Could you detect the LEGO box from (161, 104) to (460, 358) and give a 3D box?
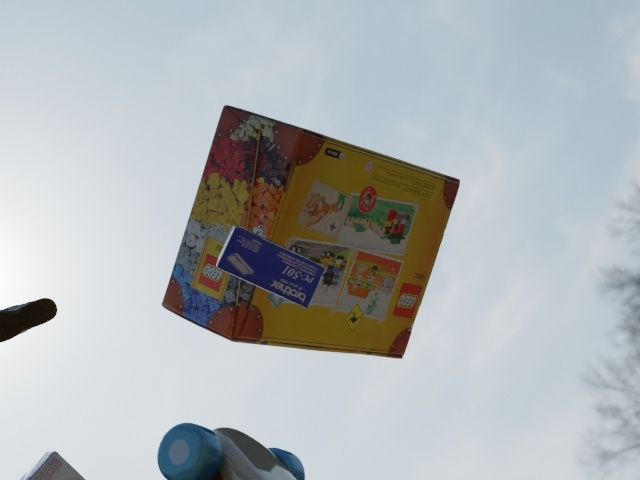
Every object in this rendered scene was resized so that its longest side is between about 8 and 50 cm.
[{"bbox_3d":[0.000,0.000,2.144,0.500,0.193,0.372,13,-83,-51],"label":"LEGO box"}]

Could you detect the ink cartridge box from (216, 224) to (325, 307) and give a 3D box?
[{"bbox_3d":[-0.054,0.023,1.204,0.097,0.046,0.207,25,-1,-4],"label":"ink cartridge box"}]

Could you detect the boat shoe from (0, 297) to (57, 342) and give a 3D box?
[{"bbox_3d":[-0.513,0.137,1.967,0.152,0.056,0.049,-16,-3,-7],"label":"boat shoe"}]

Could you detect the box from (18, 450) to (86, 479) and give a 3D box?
[{"bbox_3d":[-0.346,0.424,1.382,0.201,0.293,0.057,47,-27,-12],"label":"box"}]

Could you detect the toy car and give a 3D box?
[{"bbox_3d":[-0.121,0.367,1.394,0.238,0.210,0.219,-53,-37,5],"label":"toy car"}]
